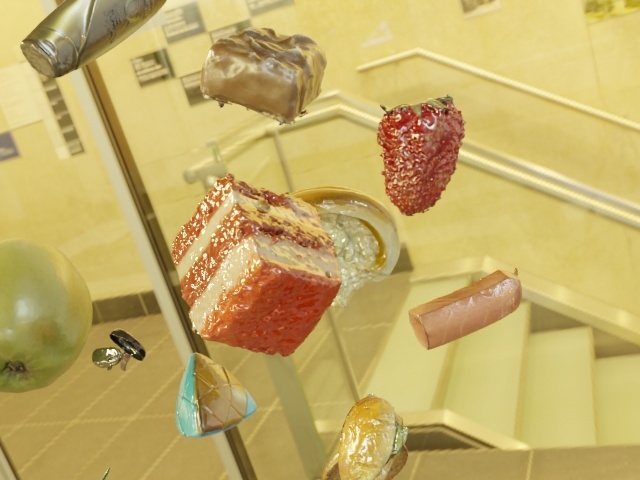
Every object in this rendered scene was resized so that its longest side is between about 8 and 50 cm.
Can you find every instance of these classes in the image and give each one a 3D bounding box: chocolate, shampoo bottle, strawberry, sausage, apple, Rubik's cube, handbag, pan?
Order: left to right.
[{"bbox_3d":[-0.917,0.229,2.185,0.473,0.474,0.474,-16,16,5],"label":"apple"},{"bbox_3d":[-0.430,-0.431,1.412,0.084,0.126,0.350,13,45,25],"label":"shampoo bottle"},{"bbox_3d":[-0.612,0.340,2.117,0.111,0.072,0.047,-12,-14,21],"label":"handbag"},{"bbox_3d":[-0.532,0.308,2.020,0.040,0.114,0.212,-51,-8,-35],"label":"pan"},{"bbox_3d":[-0.350,0.438,2.050,0.254,0.255,0.254,-16,16,5],"label":"Rubik's cube"},{"bbox_3d":[-0.074,-0.249,1.056,0.148,0.093,0.214,20,29,2],"label":"chocolate"},{"bbox_3d":[0.188,-0.149,1.276,0.167,0.208,0.087,-13,9,-5],"label":"strawberry"},{"bbox_3d":[0.208,0.090,1.000,0.169,0.065,0.065,-22,16,-10],"label":"sausage"}]

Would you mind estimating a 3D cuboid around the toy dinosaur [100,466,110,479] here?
[{"bbox_3d":[-0.413,0.478,1.354,0.029,0.060,0.120,5,68,60],"label":"toy dinosaur"}]

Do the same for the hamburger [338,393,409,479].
[{"bbox_3d":[0.088,0.321,1.190,0.102,0.087,0.176,-43,22,52],"label":"hamburger"}]

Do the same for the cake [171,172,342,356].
[{"bbox_3d":[-0.134,0.057,1.603,0.270,0.269,0.320,-51,43,27],"label":"cake"}]

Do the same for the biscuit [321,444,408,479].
[{"bbox_3d":[0.090,0.459,1.488,0.187,0.188,0.027,-19,45,-5],"label":"biscuit"}]

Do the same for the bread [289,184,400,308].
[{"bbox_3d":[0.006,0.015,2.006,0.423,0.329,0.245,-15,8,6],"label":"bread"}]
